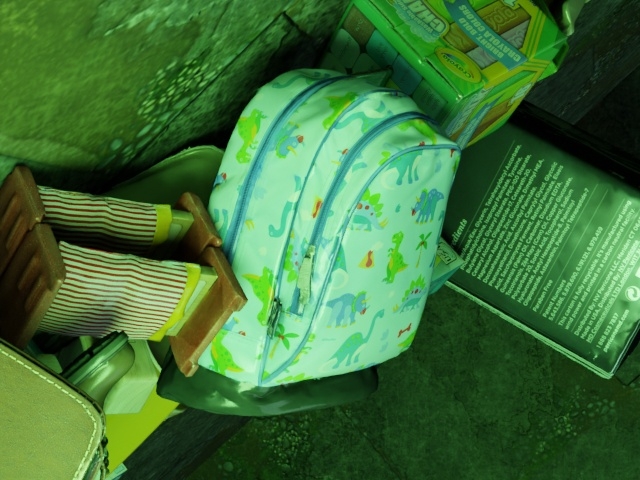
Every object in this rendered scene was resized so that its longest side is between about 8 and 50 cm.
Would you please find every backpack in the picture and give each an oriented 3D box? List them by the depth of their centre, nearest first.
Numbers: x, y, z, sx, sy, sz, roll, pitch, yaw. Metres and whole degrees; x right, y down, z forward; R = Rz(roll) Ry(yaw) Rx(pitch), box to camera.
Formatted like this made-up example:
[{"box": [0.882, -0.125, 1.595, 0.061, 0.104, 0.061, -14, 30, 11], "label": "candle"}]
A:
[{"box": [0.000, 0.000, 1.213, 0.290, 0.273, 0.356, 0, 96, -50], "label": "backpack"}]

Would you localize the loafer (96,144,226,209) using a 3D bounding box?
[{"box": [-0.193, -0.017, 1.226, 0.268, 0.102, 0.092, -36, 165, -13], "label": "loafer"}]

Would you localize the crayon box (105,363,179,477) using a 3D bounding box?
[{"box": [-0.275, 0.253, 1.857, 0.203, 0.083, 0.323, -46, 180, 21], "label": "crayon box"}]

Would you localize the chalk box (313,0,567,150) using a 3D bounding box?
[{"box": [0.117, -0.199, 1.373, 0.289, 0.179, 0.180, -33, 165, -37], "label": "chalk box"}]

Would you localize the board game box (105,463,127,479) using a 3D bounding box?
[{"box": [-0.419, 0.359, 1.811, 0.201, 0.136, 0.035, -28, 163, -52], "label": "board game box"}]

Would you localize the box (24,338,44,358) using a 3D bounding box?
[{"box": [-0.441, 0.222, 1.408, 0.244, 0.060, 0.100, -45, 168, 16], "label": "box"}]

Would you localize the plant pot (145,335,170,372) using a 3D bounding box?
[{"box": [-0.109, 0.043, 1.429, 0.284, 0.284, 0.191, -40, -154, -9], "label": "plant pot"}]

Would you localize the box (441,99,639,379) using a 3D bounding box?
[{"box": [0.398, -0.041, 2.011, 0.297, 0.471, 0.480, -66, 162, 15], "label": "box"}]

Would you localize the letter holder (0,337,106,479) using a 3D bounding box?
[{"box": [-0.313, 0.132, 0.874, 0.214, 0.301, 0.152, -64, 179, 6], "label": "letter holder"}]

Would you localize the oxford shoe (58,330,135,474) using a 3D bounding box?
[{"box": [-0.213, 0.173, 1.003, 0.227, 0.096, 0.083, -54, 179, 23], "label": "oxford shoe"}]

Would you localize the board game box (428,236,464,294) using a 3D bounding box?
[{"box": [0.037, 0.001, 1.671, 0.079, 0.254, 0.336, -49, 167, 30], "label": "board game box"}]

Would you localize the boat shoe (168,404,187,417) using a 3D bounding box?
[{"box": [-0.318, 0.320, 2.205, 0.059, 0.063, 0.170, -41, 160, 14], "label": "boat shoe"}]

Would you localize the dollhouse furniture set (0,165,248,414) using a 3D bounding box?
[{"box": [-0.257, 0.115, 1.137, 0.201, 0.152, 0.374, 6, 133, -37], "label": "dollhouse furniture set"}]

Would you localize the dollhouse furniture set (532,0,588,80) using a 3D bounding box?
[{"box": [0.253, -0.323, 1.658, 0.197, 0.151, 0.301, -24, -161, 36], "label": "dollhouse furniture set"}]

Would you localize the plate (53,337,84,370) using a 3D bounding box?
[{"box": [-0.391, 0.246, 1.486, 0.277, 0.045, 0.278, -48, -167, 6], "label": "plate"}]
